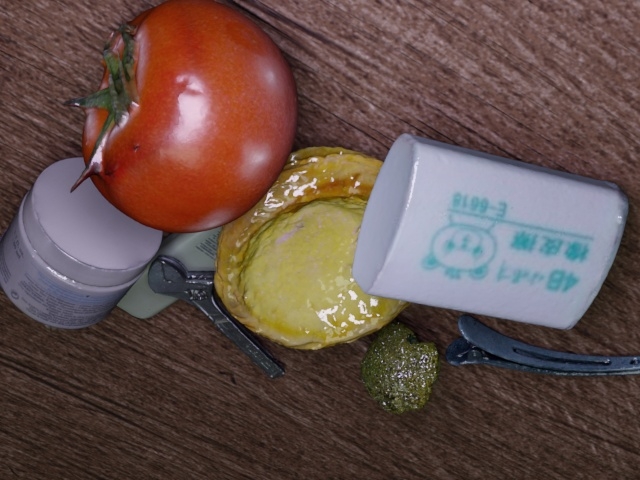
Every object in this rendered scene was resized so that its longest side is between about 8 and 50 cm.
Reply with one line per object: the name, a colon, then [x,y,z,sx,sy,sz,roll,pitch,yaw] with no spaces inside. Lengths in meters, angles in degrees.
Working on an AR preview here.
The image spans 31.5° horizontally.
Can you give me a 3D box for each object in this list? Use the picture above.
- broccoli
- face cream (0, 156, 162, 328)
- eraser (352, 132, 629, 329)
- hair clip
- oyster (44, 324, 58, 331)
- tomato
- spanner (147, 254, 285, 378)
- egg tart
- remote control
broccoli: [0.116,0.181,1.592,0.120,0.130,0.131,-11,112,-36]
face cream: [-0.313,0.006,1.458,0.177,0.177,0.153,29,133,-17]
eraser: [0.199,-0.006,1.326,0.290,0.104,0.189,11,113,-23]
hair clip: [0.316,0.159,1.581,0.275,0.048,0.083,9,133,-4]
oyster: [-0.403,0.094,1.673,0.081,0.038,0.083,49,150,-18]
tomato: [-0.145,-0.136,1.245,0.224,0.256,0.256,24,135,-30]
spanner: [-0.137,0.115,1.601,0.093,0.026,0.325,-15,139,22]
egg tart: [0.000,0.000,1.410,0.294,0.123,0.294,-5,127,-7]
remote control: [-0.178,0.026,1.547,0.090,0.038,0.309,36,130,-26]
